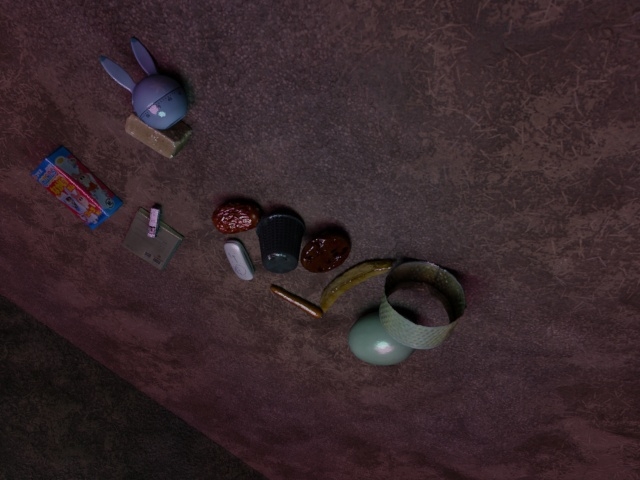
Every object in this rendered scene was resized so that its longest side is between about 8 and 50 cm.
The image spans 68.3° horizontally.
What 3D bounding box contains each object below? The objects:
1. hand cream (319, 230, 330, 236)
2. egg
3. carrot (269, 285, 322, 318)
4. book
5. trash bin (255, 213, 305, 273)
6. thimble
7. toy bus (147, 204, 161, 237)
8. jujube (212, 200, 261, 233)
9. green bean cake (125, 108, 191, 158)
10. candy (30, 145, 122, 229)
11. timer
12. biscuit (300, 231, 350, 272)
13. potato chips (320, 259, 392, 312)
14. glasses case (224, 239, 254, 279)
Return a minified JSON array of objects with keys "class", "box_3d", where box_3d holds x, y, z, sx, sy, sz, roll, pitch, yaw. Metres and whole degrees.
[{"class":"hand cream","box_3d":[0.000,0.000,1.682,0.035,0.022,0.102,42,126,-17]},{"class":"egg","box_3d":[0.236,0.370,1.788,0.282,0.203,0.203,-14,124,27]},{"class":"carrot","box_3d":[-0.099,0.250,1.931,0.247,0.043,0.043,30,134,-3]},{"class":"book","box_3d":[-0.705,0.004,1.966,0.214,0.025,0.282,36,134,-13]},{"class":"trash bin","box_3d":[-0.140,0.021,1.622,0.175,0.161,0.176,-1,142,-1]},{"class":"thimble","box_3d":[0.329,0.214,1.569,0.270,0.271,0.150,15,137,9]},{"class":"toy bus","box_3d":[-0.644,-0.072,1.829,0.036,0.052,0.131,13,111,-8]},{"class":"jujube","box_3d":[-0.295,-0.083,1.673,0.176,0.109,0.112,-9,163,19]},{"class":"green bean cake","box_3d":[-0.518,-0.354,1.509,0.179,0.109,0.085,34,134,-8]},{"class":"candy","box_3d":[-0.942,-0.199,1.829,0.157,0.100,0.306,-24,117,37]},{"class":"timer","box_3d":[-0.513,-0.446,1.410,0.255,0.175,0.175,43,134,5]},{"class":"biscuit","box_3d":[0.019,0.042,1.642,0.191,0.049,0.192,-13,144,-10]},{"class":"potato chips","box_3d":[0.107,0.158,1.753,0.080,0.057,0.407,29,136,-23]},{"class":"glasses case","box_3d":[-0.319,0.079,1.858,0.076,0.049,0.197,0,130,22]}]
